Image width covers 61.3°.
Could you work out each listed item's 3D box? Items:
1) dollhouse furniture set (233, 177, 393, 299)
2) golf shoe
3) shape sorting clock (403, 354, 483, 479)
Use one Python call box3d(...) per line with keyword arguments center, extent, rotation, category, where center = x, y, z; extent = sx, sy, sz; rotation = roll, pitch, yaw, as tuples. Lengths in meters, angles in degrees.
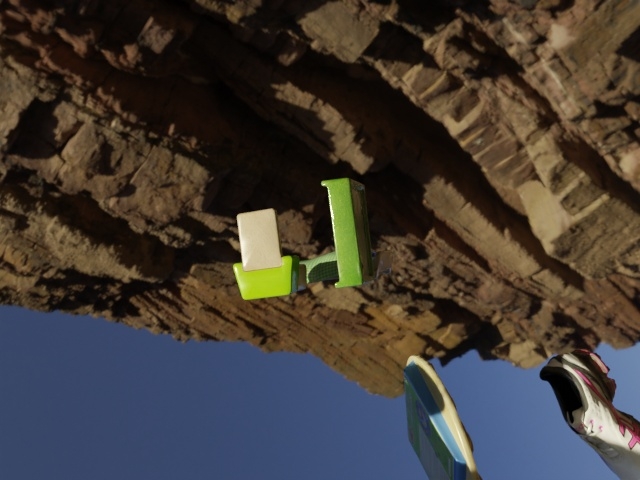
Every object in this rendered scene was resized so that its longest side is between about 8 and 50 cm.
box3d(center=(0.000, 0.000, 0.906), extent=(0.301, 0.197, 0.151), rotation=(0, -98, -73), category="dollhouse furniture set")
box3d(center=(0.323, 0.219, 0.625), extent=(0.086, 0.067, 0.186), rotation=(-8, -126, -27), category="golf shoe")
box3d(center=(0.143, 0.234, 0.628), extent=(0.040, 0.206, 0.206), rotation=(-17, -107, -10), category="shape sorting clock")
